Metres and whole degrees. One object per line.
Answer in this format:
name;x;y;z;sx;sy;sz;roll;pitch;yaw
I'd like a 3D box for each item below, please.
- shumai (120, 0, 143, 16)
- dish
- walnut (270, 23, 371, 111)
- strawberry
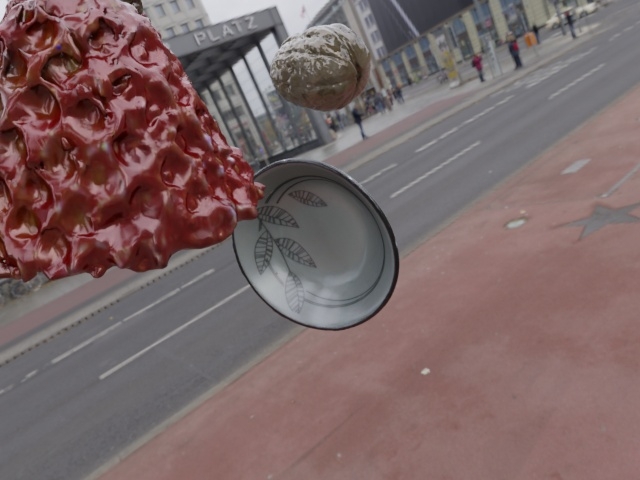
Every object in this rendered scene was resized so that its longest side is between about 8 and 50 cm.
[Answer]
shumai;-0.497;-0.549;1.112;0.205;0.167;0.176;3;42;-6
dish;0.000;0.000;0.870;0.316;0.317;0.106;-16;12;31
walnut;-0.006;-0.345;0.991;0.230;0.178;0.178;14;36;40
strawberry;-0.154;-0.091;0.373;0.233;0.178;0.234;1;28;-1
